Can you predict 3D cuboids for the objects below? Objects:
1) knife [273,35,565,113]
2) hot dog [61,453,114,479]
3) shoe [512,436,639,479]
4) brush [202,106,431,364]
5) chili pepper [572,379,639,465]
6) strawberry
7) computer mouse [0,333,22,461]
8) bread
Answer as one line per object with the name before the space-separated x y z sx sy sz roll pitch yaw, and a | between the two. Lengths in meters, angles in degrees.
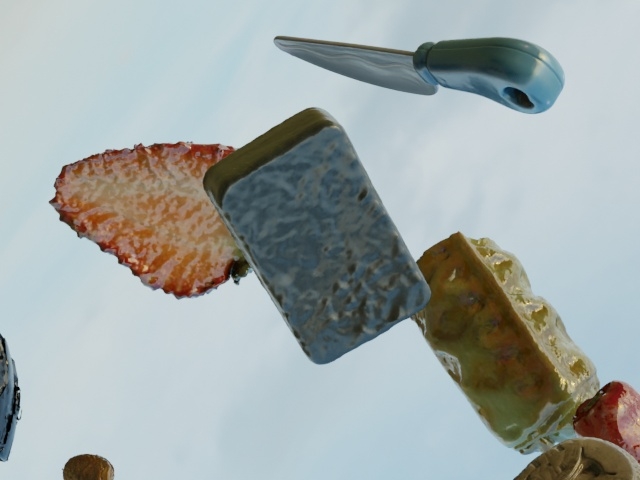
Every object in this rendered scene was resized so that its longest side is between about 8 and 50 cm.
knife | 0.058 -0.111 0.853 0.244 0.058 0.032 13 -108 49
hot dog | -0.207 0.229 1.208 0.083 0.035 0.058 28 -51 52
shoe | 0.141 0.213 0.853 0.180 0.092 0.089 -40 -143 -13
brush | 0.000 0.000 1.091 0.123 0.197 0.059 -31 -159 -2
chili pepper | 0.279 0.186 1.181 0.073 0.123 0.070 -36 -167 9
strawberry | -0.154 -0.036 1.488 0.106 0.286 0.188 -94 -158 -74
computer mouse | -0.286 0.056 0.963 0.077 0.241 0.146 -35 -174 -30
bread | 0.181 0.098 1.293 0.128 0.232 0.088 -31 164 -9
